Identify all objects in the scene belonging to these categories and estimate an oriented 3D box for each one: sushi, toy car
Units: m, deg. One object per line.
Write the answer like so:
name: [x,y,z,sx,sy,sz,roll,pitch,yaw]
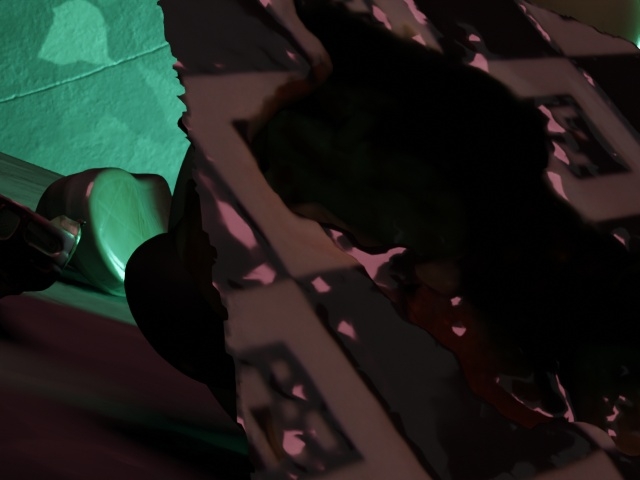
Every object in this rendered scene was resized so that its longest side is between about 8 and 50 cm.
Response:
sushi: [0.079,0.050,0.452,0.292,0.059,0.294,17,39,-31]
toy car: [-0.148,0.000,0.743,0.069,0.055,0.142,29,-12,-19]

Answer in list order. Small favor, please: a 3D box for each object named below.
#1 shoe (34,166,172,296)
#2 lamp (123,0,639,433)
shoe: [-0.138,-0.003,1.091,0.078,0.079,0.195,-15,3,11]
lamp: [0.050,-0.013,0.647,0.197,0.198,0.244,21,46,1]
